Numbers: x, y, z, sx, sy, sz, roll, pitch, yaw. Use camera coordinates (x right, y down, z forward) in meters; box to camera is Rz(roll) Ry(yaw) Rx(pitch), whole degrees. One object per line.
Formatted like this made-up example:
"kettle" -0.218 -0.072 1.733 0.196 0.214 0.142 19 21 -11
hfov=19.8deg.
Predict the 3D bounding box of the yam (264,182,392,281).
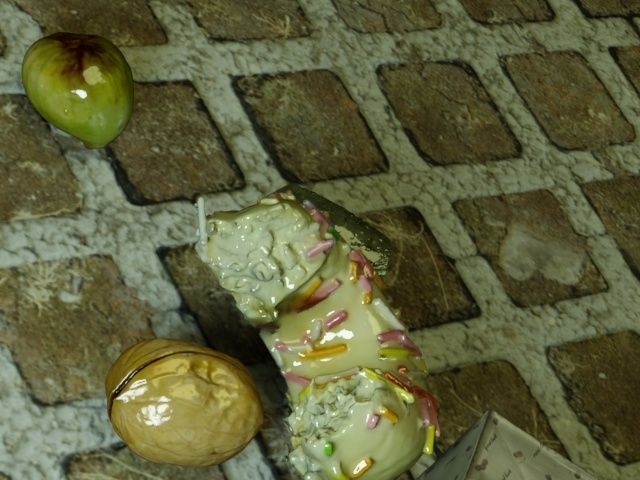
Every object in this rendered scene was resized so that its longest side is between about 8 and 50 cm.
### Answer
"yam" 0.000 0.000 2.285 0.183 0.107 0.107 32 42 -3

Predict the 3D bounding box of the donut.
"donut" 0.012 0.121 2.069 0.371 0.150 0.307 64 11 24

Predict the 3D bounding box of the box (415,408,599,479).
"box" 0.232 0.376 2.038 0.297 0.190 0.225 32 44 -5

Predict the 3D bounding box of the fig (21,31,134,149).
"fig" -0.293 -0.191 2.240 0.136 0.121 0.153 -15 63 -36

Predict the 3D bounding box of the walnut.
"walnut" -0.154 0.176 1.996 0.180 0.144 0.144 8 49 -33
